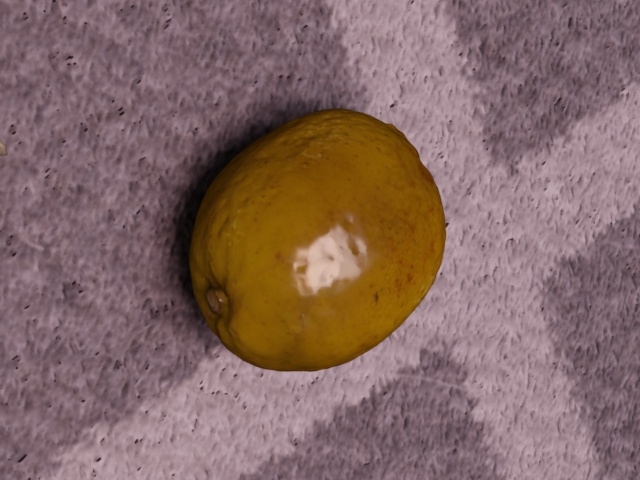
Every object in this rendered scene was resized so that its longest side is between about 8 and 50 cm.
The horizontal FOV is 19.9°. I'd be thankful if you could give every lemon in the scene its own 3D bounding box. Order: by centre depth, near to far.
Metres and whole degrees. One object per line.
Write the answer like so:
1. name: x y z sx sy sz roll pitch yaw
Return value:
1. lemon: 0.000 0.000 1.298 0.207 0.170 0.170 -39 119 -27

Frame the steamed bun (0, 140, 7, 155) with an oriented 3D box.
1. steamed bun: -0.325 -0.108 1.056 0.232 0.166 0.273 -52 130 -30
